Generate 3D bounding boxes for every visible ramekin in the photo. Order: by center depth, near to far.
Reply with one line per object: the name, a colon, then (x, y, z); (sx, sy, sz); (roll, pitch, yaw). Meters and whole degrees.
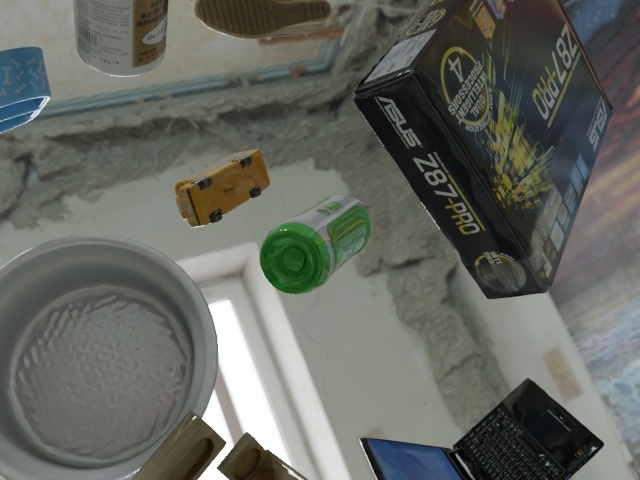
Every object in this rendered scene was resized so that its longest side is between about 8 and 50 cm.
ramekin: (-0.255, 0.143, 0.824); (0.277, 0.277, 0.135); (-19, -14, -14)

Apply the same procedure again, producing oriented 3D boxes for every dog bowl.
dog bowl: (-0.518, -0.223, 1.149); (0.166, 0.074, 0.297); (-25, 9, -29)

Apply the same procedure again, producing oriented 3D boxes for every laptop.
laptop: (0.216, 0.289, 1.042); (0.264, 0.136, 0.234); (-43, 14, 1)

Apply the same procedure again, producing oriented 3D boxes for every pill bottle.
pill bottle: (-0.273, -0.351, 0.997); (0.131, 0.131, 0.229); (-15, -31, -24)

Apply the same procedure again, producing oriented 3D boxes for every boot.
boot: (-0.119, -0.397, 1.301); (0.248, 0.090, 0.207); (-5, 11, -21)

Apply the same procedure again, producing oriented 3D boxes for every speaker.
speaker: (0.000, 0.000, 1.273); (0.131, 0.131, 0.296); (-31, 2, 24)

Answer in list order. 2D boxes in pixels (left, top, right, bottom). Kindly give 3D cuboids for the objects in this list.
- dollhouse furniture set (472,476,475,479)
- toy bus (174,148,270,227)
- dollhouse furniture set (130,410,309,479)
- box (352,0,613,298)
dollhouse furniture set: (0.352, 0.549, 1.312); (0.355, 0.174, 0.303); (12, -11, 46)
toy bus: (-0.253, -0.136, 1.847); (0.130, 0.108, 0.332); (-4, 20, 32)
dollhouse furniture set: (-0.084, 0.261, 0.704); (0.144, 0.123, 0.151); (-49, -41, -19)
box: (0.231, -0.173, 0.919); (0.097, 0.318, 0.395); (-11, 33, 43)
